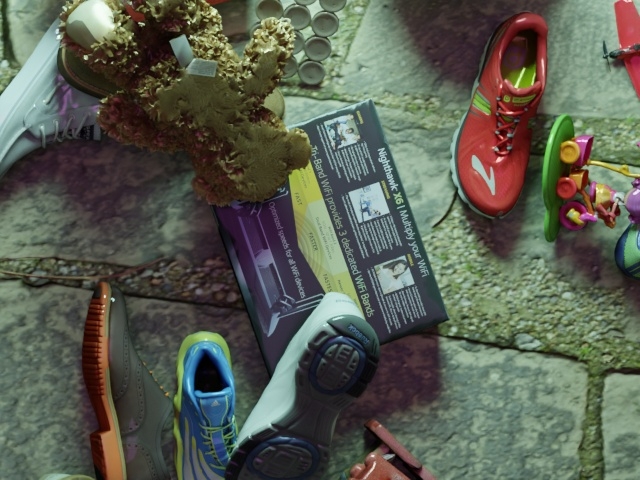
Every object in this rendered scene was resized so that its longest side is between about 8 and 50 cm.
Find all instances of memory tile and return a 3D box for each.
[{"bbox_3d":[-0.034,-0.275,1.470,0.113,0.012,0.148,11,127,-11],"label":"memory tile"}]

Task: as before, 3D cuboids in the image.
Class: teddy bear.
[{"bbox_3d":[-0.152,-0.191,1.323,0.338,0.113,0.245,30,102,-31],"label":"teddy bear"}]

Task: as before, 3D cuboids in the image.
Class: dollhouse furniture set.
[{"bbox_3d":[0.057,0.336,1.302,0.152,0.374,0.201,44,84,3],"label":"dollhouse furniture set"}]

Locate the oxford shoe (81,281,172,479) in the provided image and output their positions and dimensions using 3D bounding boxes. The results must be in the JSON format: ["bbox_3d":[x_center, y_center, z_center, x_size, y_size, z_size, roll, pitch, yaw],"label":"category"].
[{"bbox_3d":[-0.244,0.185,1.434,0.098,0.097,0.271,-5,93,-23],"label":"oxford shoe"}]

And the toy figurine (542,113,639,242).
[{"bbox_3d":[0.380,-0.069,1.462,0.159,0.130,0.173,10,106,26],"label":"toy figurine"}]

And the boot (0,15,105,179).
[{"bbox_3d":[-0.338,-0.155,1.436,0.123,0.095,0.258,30,79,-3],"label":"boot"}]

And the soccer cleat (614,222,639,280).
[{"bbox_3d":[0.507,-0.058,1.500,0.093,0.121,0.289,43,83,-1],"label":"soccer cleat"}]

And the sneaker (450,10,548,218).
[{"bbox_3d":[0.240,-0.169,1.485,0.107,0.118,0.279,9,85,-4],"label":"sneaker"}]

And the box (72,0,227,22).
[{"bbox_3d":[-0.199,-0.372,1.434,0.257,0.123,0.128,-14,52,-6],"label":"box"}]

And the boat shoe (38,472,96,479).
[{"bbox_3d":[-0.304,0.437,1.398,0.109,0.098,0.302,-8,90,-38],"label":"boat shoe"}]

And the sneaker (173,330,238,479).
[{"bbox_3d":[-0.144,0.234,1.411,0.091,0.126,0.240,-7,86,-6],"label":"sneaker"}]

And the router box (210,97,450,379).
[{"bbox_3d":[0.000,0.000,1.466,0.243,0.081,0.309,-18,88,-6],"label":"router box"}]

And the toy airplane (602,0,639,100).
[{"bbox_3d":[0.461,-0.268,1.559,0.151,0.028,0.151,1,84,-5],"label":"toy airplane"}]

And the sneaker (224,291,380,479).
[{"bbox_3d":[-0.021,0.194,1.365,0.111,0.129,0.297,28,110,-14],"label":"sneaker"}]

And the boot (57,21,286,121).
[{"bbox_3d":[-0.168,-0.199,1.419,0.305,0.115,0.112,14,75,-27],"label":"boot"}]
